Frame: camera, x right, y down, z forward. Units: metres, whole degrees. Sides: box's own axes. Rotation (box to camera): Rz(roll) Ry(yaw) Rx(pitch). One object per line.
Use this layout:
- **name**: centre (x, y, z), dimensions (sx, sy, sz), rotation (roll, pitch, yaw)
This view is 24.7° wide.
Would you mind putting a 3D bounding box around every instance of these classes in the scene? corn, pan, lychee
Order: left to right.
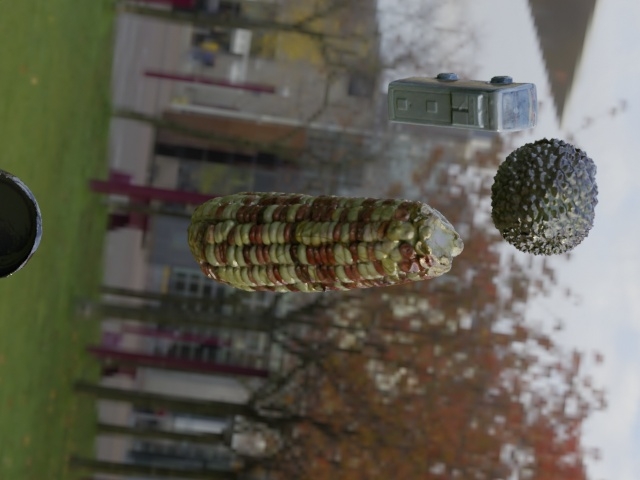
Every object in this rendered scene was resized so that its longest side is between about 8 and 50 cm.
- **pan**: centre (-0.374, 0.011, 1.475), dimensions (0.115, 0.212, 0.040), rotation (54, 8, -3)
- **corn**: centre (0.000, 0.000, 1.053), dimensions (0.237, 0.079, 0.080), rotation (-1, -102, 42)
- **lychee**: centre (0.130, -0.024, 0.841), dimensions (0.068, 0.067, 0.083), rotation (-31, -177, 33)

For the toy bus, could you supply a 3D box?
- **toy bus**: centre (0.166, -0.165, 1.740), dimensions (0.190, 0.075, 0.064), rotation (11, -73, 47)
